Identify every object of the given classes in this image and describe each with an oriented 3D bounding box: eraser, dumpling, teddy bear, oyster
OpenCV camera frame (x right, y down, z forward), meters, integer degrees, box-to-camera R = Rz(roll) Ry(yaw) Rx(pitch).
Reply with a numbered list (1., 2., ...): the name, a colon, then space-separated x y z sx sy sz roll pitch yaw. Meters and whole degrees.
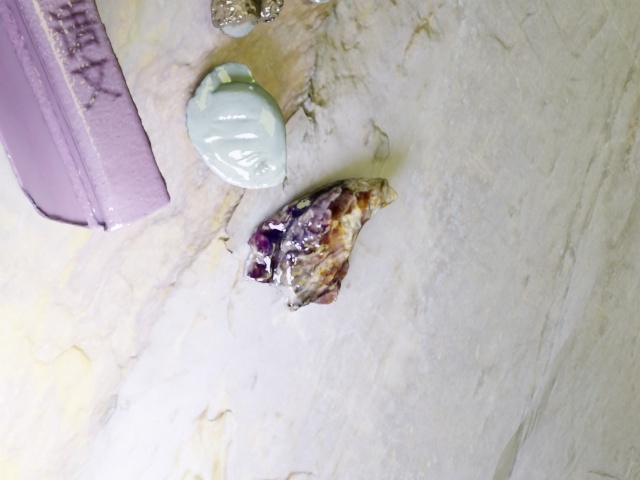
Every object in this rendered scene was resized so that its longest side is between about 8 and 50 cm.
1. eraser: -0.371 -0.200 1.605 0.122 0.272 0.359 -33 117 -33
2. dumpling: -0.133 -0.187 1.914 0.108 0.153 0.219 -41 111 -77
3. teddy bear: -0.049 -0.462 1.888 0.256 0.267 0.156 -1 54 -29
4. oyster: 0.006 0.004 2.042 0.275 0.100 0.271 7 107 -43
